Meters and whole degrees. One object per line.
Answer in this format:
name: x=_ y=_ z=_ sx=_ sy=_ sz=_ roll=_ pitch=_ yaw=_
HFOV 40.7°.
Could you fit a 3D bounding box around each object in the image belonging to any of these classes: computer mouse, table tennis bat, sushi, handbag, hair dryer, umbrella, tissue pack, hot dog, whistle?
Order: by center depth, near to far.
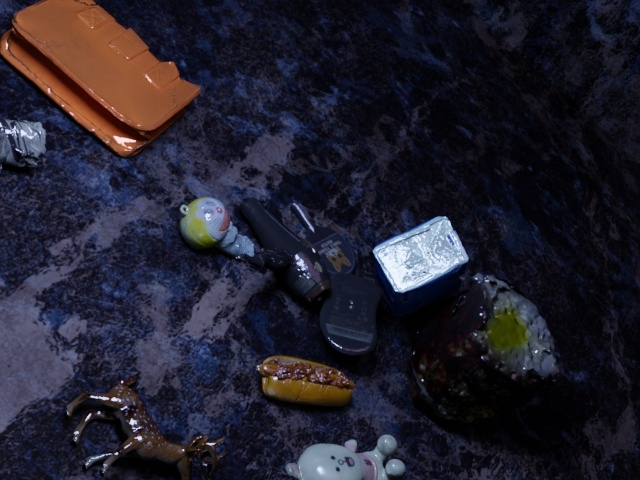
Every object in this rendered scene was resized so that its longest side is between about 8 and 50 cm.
umbrella: x=-0.728 y=-0.199 z=1.703 sx=0.357 sy=0.113 sz=0.106 roll=3 pitch=28 yaw=-31
hot dog: x=-0.030 y=0.305 z=1.873 sx=0.249 sy=0.076 sz=0.102 roll=16 pitch=52 yaw=-30
hair dryer: x=-0.124 y=0.012 z=1.928 sx=0.304 sy=0.120 sz=0.359 roll=53 pitch=13 yaw=13
whistle: x=-0.228 y=-0.024 z=1.962 sx=0.223 sy=0.123 sz=0.123 roll=34 pitch=40 yaw=-34
handbag: x=-0.518 y=-0.406 z=2.037 sx=0.410 sy=0.116 sz=0.303 roll=41 pitch=38 yaw=-5
computer mouse: x=0.068 y=0.178 z=2.048 sx=0.147 sy=0.088 sz=0.264 roll=18 pitch=49 yaw=-3
sushi: x=0.381 y=0.264 z=2.073 sx=0.281 sy=0.294 sz=0.300 roll=22 pitch=45 yaw=-24
tissue pack: x=0.241 y=0.071 z=2.101 sx=0.198 sy=0.263 sz=0.146 roll=-25 pitch=71 yaw=-4
table tennis bat: x=0.000 y=0.000 z=2.188 sx=0.150 sy=0.027 sz=0.236 roll=-27 pitch=79 yaw=-47

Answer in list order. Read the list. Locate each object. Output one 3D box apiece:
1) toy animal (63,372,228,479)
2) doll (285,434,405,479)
toy animal: x=-0.317 y=0.355 z=1.595 sx=0.260 sy=0.087 sz=0.244 roll=-16 pitch=70 yaw=-42
doll: x=0.046 y=0.484 z=1.772 sx=0.274 sy=0.113 sz=0.155 roll=-3 pitch=51 yaw=-32
